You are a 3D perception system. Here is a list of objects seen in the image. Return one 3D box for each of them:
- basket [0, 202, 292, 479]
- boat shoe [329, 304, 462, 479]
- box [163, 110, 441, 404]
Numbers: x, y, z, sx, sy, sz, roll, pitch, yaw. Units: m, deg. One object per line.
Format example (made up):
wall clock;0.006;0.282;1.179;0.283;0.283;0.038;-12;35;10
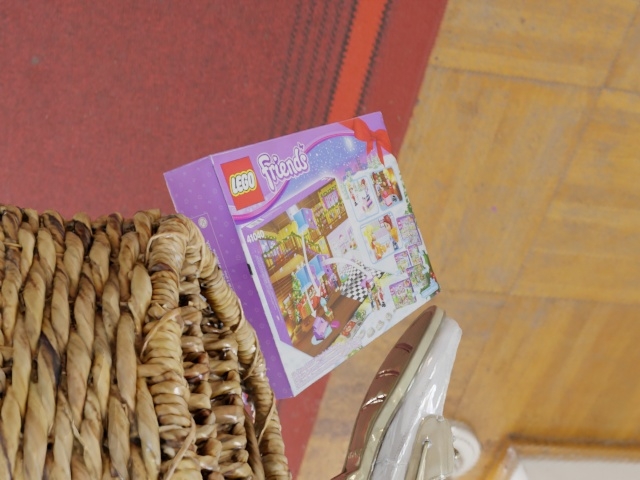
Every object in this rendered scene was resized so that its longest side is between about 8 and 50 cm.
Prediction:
basket;-0.081;0.128;0.493;0.222;0.299;0.214;6;134;-20
boat shoe;0.089;0.220;0.965;0.103;0.113;0.302;28;77;-5
box;0.000;0.000;0.834;0.057;0.293;0.201;-16;95;34
